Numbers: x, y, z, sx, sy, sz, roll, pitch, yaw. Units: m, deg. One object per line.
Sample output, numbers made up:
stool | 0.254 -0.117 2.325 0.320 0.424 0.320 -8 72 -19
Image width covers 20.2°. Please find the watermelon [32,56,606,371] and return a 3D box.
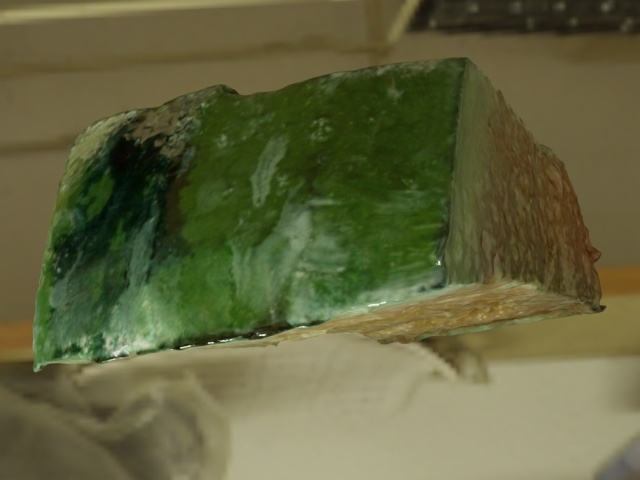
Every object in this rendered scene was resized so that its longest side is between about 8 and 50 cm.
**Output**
watermelon | -0.005 -0.015 1.026 0.264 0.151 0.302 -11 173 28
